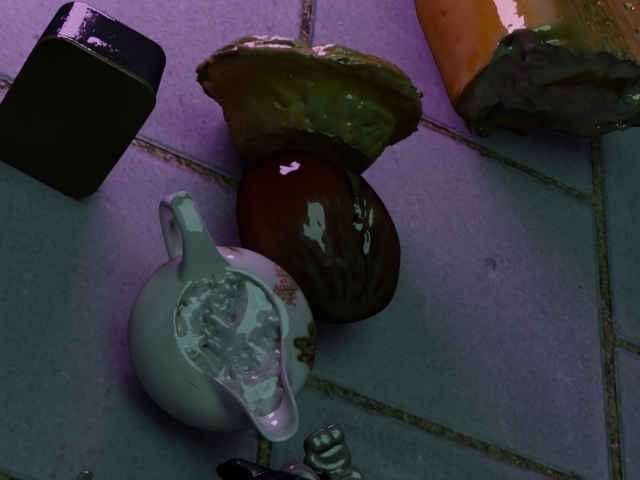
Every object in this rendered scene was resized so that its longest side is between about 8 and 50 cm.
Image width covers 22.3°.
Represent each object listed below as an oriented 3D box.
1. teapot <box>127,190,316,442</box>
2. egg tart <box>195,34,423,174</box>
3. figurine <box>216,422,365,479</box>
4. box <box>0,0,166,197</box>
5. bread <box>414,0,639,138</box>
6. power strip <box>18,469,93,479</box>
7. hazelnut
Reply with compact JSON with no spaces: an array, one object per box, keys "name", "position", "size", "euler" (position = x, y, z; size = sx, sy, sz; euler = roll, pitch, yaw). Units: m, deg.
[{"name":"teapot","position":[-0.109,0.092,1.744],"size":[0.204,0.139,0.298],"euler":[-27,78,-17]},{"name":"egg tart","position":[-0.016,-0.155,1.964],"size":[0.288,0.288,0.118],"euler":[19,70,-24]},{"name":"figurine","position":[0.003,0.331,1.665],"size":[0.308,0.143,0.308],"euler":[29,27,-16]},{"name":"box","position":[-0.271,-0.159,1.808],"size":[0.144,0.201,0.090],"euler":[27,42,-14]},{"name":"bread","position":[0.297,-0.328,2.327],"size":[0.361,0.250,0.394],"euler":[6,51,-36]},{"name":"power strip","position":[-0.281,0.307,1.541],"size":[0.167,0.054,0.253],"euler":[47,44,3]},{"name":"hazelnut","position":[0.002,-0.002,1.895],"size":[0.212,0.181,0.181],"euler":[18,93,-36]}]
